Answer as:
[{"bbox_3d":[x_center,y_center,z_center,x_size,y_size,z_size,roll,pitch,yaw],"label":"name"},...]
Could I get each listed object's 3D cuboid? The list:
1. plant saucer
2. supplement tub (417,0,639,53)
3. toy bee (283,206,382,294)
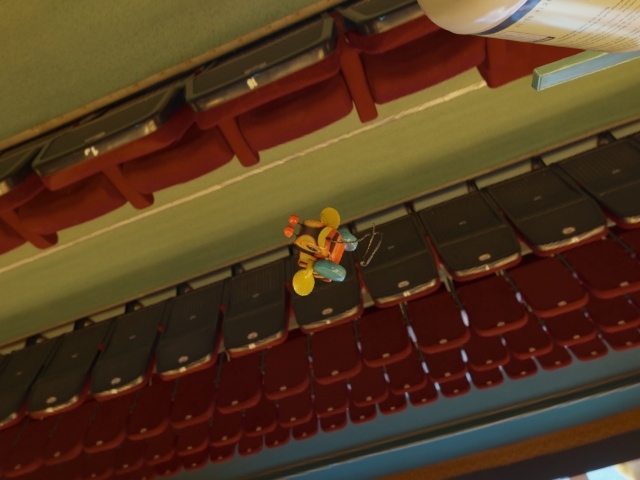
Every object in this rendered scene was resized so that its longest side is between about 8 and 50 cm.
[{"bbox_3d":[0.462,-0.302,0.746,0.192,0.018,0.067,-16,166,20],"label":"plant saucer"},{"bbox_3d":[0.285,-0.325,0.452,0.325,0.235,0.235,-2,139,-18],"label":"supplement tub"},{"bbox_3d":[0.000,0.000,0.927,0.162,0.195,0.298,26,139,-7],"label":"toy bee"}]
